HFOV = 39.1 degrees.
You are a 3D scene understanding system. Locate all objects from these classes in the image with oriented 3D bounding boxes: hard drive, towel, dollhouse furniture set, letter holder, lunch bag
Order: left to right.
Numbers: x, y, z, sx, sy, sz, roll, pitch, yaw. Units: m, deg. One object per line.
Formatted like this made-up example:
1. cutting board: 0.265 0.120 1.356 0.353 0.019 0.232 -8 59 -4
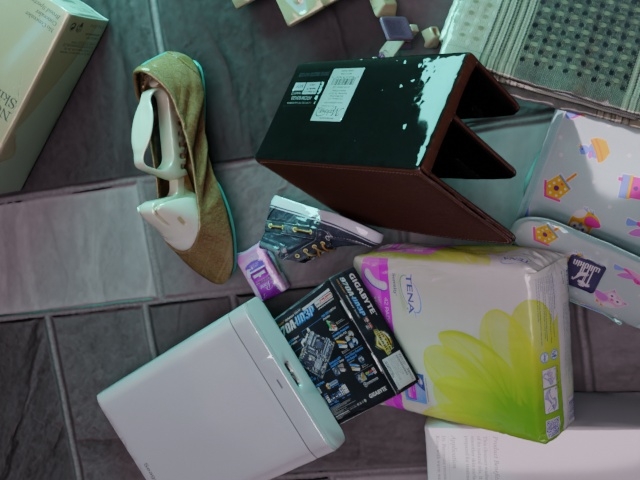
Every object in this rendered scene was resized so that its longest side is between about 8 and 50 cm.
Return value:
1. hard drive: -0.157 0.256 1.314 0.353 0.047 0.233 -32 90 35
2. dollhouse furniture set: 0.096 -0.300 1.239 0.081 0.091 0.114 -47 56 55
3. letter holder: 0.107 -0.111 1.143 0.302 0.214 0.152 10 72 50
4. towel: 0.327 -0.292 1.094 0.312 0.056 0.324 19 70 9
5. lunch bag: 0.362 -0.034 1.137 0.223 0.160 0.262 23 110 12

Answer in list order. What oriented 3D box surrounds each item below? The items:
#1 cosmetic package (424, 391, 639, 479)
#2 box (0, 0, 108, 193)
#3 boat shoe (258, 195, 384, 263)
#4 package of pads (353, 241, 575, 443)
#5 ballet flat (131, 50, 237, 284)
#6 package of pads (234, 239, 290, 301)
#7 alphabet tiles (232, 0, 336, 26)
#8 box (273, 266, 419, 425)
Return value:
1. cosmetic package: 0.340 0.322 1.200 0.385 0.156 0.217 -1 99 13
2. box: -0.462 -0.231 1.330 0.148 0.121 0.311 33 105 6
3. boat shoe: 0.000 0.000 1.262 0.183 0.065 0.083 18 90 31
4. package of pads: 0.182 0.116 1.172 0.296 0.101 0.229 4 104 44
5. ballet flat: -0.207 -0.096 1.279 0.116 0.124 0.342 -1 100 39
6. package of pads: -0.086 0.046 1.325 0.050 0.032 0.083 -29 91 20
7. alphabet tiles: -0.037 -0.481 1.223 0.285 0.011 0.342 -25 85 16
8. box: 0.014 0.160 1.241 0.220 0.051 0.175 -40 77 48
